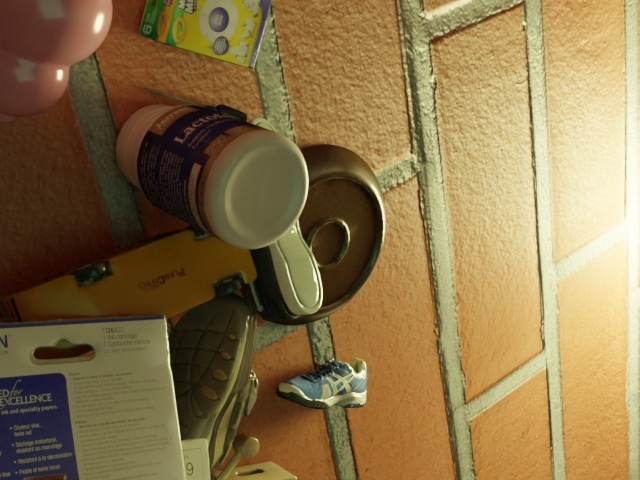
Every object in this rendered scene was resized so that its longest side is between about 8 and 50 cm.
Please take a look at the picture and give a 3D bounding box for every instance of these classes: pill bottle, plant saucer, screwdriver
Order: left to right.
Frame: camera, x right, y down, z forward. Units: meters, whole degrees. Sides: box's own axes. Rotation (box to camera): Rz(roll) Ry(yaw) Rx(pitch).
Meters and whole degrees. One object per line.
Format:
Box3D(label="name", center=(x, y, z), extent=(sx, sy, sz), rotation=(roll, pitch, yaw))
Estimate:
Box3D(label="screwdriver", center=(-0.178, -0.191, 1.445), extent=(0.170, 0.024, 0.025), rotation=(9, 130, -36))
Box3D(label="pill bottle", center=(-0.151, -0.095, 1.335), extent=(0.153, 0.265, 0.153), rotation=(-17, 117, -36))
Box3D(label="plant saucer", center=(0.000, 0.000, 1.651), extent=(0.311, 0.050, 0.310), rotation=(-17, 118, -36))

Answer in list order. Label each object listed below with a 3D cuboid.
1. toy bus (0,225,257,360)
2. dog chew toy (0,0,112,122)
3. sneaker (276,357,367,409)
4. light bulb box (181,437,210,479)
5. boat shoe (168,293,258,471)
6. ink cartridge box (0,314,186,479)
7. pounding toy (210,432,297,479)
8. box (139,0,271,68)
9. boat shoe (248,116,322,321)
Box3D(label="toy bus", center=(-0.257, 0.065, 1.389), extent=(0.333, 0.130, 0.108), rotation=(-23, 97, -32))
Box3D(label="dog chew toy", center=(-0.322, -0.295, 1.166), extent=(0.207, 0.207, 0.331), rotation=(11, 108, -42))
Box3D(label="sneaker", center=(0.004, 0.242, 1.739), extent=(0.211, 0.080, 0.081), rotation=(6, 97, -51))
Box3D(label="light bulb box", center=(-0.338, 0.463, 1.342), extent=(0.358, 0.225, 0.360), rotation=(1, 79, -40))
Box3D(label="boat shoe", center=(-0.170, 0.223, 1.541), extent=(0.130, 0.132, 0.355), rotation=(-18, 137, -54))
Box3D(label="ink cartridge box", center=(-0.310, 0.252, 1.229), extent=(0.304, 0.072, 0.307), rotation=(0, 72, -39))
Box3D(label="pounding toy", center=(-0.139, 0.411, 1.674), extent=(0.181, 0.094, 0.205), rotation=(-2, 99, -35))
Box3D(label="box", center=(-0.158, -0.308, 1.396), extent=(0.179, 0.043, 0.105), rotation=(8, 101, -40))
Box3D(label="boat shoe", center=(-0.084, -0.028, 1.499), extent=(0.114, 0.091, 0.302), rotation=(2, 74, -55))
